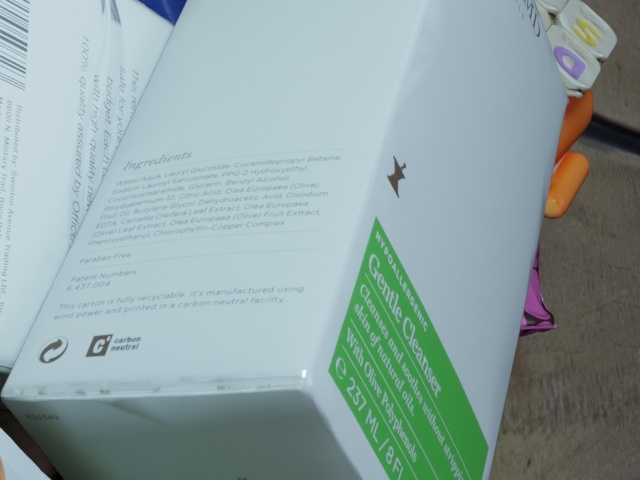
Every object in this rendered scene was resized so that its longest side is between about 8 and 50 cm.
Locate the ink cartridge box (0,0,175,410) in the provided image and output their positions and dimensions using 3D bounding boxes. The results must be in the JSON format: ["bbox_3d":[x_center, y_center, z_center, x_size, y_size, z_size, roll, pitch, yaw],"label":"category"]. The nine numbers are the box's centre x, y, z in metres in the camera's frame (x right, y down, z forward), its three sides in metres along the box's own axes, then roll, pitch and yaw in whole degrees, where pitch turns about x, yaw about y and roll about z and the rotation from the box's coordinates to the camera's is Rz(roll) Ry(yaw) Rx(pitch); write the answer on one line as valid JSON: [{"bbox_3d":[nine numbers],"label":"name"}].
[{"bbox_3d":[-0.166,-0.030,0.751,0.283,0.117,0.207,27,62,-61],"label":"ink cartridge box"}]

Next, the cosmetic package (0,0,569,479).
[{"bbox_3d":[0.005,-0.010,0.795,0.197,0.155,0.365,61,35,-40],"label":"cosmetic package"}]

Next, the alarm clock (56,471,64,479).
[{"bbox_3d":[-0.093,0.131,0.945,0.129,0.064,0.192,51,38,-49],"label":"alarm clock"}]

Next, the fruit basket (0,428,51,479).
[{"bbox_3d":[-0.159,0.251,0.599,0.327,0.165,0.353,-54,133,-27],"label":"fruit basket"}]

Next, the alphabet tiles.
[{"bbox_3d":[0.130,-0.238,1.323,0.284,0.021,0.278,43,35,-2],"label":"alphabet tiles"}]

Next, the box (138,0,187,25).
[{"bbox_3d":[-0.058,-0.101,1.030,0.136,0.036,0.225,-33,103,-62],"label":"box"}]

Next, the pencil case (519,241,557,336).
[{"bbox_3d":[0.172,-0.014,1.475,0.098,0.095,0.209,2,83,-27],"label":"pencil case"}]

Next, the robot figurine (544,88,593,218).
[{"bbox_3d":[0.149,-0.097,1.360,0.219,0.128,0.158,-46,119,-26],"label":"robot figurine"}]
